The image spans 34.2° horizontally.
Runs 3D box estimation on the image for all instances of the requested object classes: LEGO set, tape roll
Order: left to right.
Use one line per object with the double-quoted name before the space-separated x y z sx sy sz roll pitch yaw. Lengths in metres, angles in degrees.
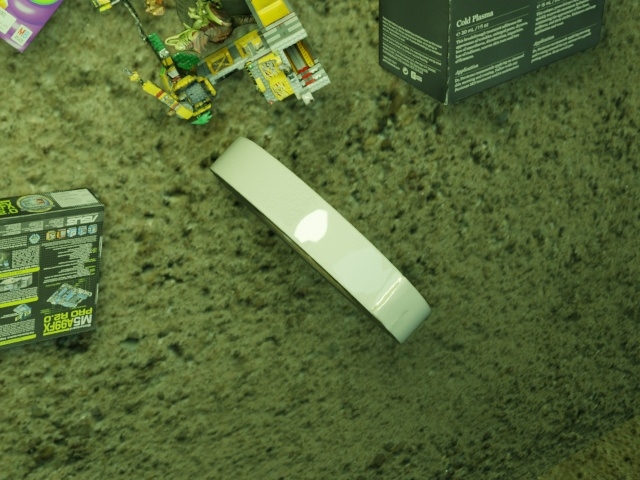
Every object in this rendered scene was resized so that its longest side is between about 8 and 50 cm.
"LEGO set" -0.134 -0.266 1.286 0.255 0.192 0.331 -23 138 -4
"tape roll" 0.000 0.000 1.535 0.072 0.392 0.392 -48 138 -4

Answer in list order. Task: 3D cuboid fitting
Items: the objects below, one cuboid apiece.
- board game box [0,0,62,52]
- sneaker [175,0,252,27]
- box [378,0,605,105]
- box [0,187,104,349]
"board game box" -0.329 -0.379 1.173 0.275 0.142 0.144 -52 138 2
"sneaker" -0.126 -0.396 1.388 0.118 0.083 0.222 -20 140 -34
"box" 0.274 -0.429 1.620 0.343 0.179 0.312 -23 132 -27
"box" -0.441 0.048 1.443 0.270 0.060 0.216 -11 126 -34
